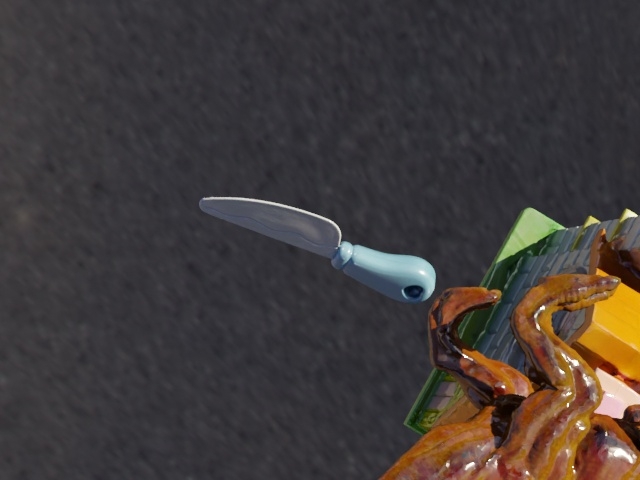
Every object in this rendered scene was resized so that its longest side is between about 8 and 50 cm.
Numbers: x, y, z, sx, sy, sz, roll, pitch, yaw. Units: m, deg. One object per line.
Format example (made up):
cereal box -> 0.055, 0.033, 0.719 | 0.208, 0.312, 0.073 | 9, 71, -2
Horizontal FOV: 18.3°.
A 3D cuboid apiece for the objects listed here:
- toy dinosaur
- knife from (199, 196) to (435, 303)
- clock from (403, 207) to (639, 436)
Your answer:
toy dinosaur -> 0.116, 0.121, 1.259 | 0.432, 0.097, 0.208 | -4, 75, -14
knife -> 0.001, -0.001, 1.918 | 0.244, 0.058, 0.032 | 24, 49, -13
clock -> 0.198, 0.080, 1.578 | 0.106, 0.255, 0.220 | 32, 78, -11
